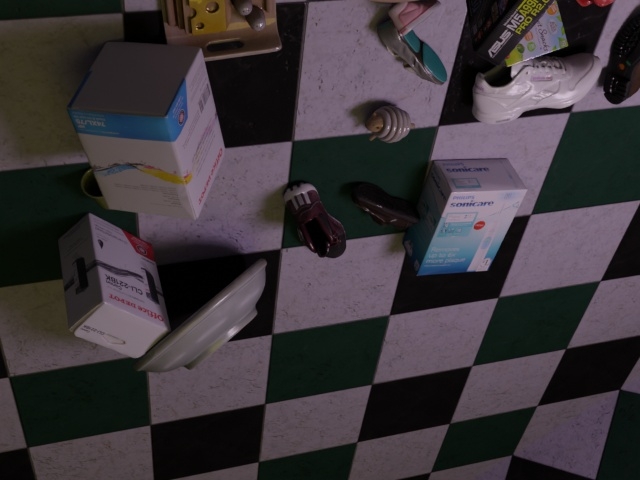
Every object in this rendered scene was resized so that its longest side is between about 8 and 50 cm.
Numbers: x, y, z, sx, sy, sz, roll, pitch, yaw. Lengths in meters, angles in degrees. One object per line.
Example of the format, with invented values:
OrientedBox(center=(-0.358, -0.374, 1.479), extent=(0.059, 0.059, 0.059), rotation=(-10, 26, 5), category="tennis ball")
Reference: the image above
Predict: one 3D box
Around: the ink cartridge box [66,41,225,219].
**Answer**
OrientedBox(center=(-0.319, -0.207, 1.671), extent=(0.197, 0.198, 0.270), rotation=(6, 140, 12), category="ink cartridge box")

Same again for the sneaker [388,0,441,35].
OrientedBox(center=(0.185, -0.465, 1.750), extent=(0.134, 0.070, 0.051), rotation=(-42, -178, -36), category="sneaker")

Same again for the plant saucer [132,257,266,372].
OrientedBox(center=(-0.261, 0.203, 2.083), extent=(0.400, 0.100, 0.400), rotation=(-39, -179, 1), category="plant saucer")

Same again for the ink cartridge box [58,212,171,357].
OrientedBox(center=(-0.458, 0.100, 1.940), extent=(0.114, 0.273, 0.197), rotation=(-38, 137, 20), category="ink cartridge box")

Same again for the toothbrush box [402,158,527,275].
OrientedBox(center=(0.360, -0.059, 2.227), extent=(0.216, 0.126, 0.295), rotation=(-2, 135, -21), category="toothbrush box")

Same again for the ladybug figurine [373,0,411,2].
OrientedBox(center=(0.168, -0.581, 1.534), extent=(0.449, 0.162, 0.305), rotation=(-9, 135, -12), category="ladybug figurine")

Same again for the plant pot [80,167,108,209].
OrientedBox(center=(-0.460, -0.106, 1.871), extent=(0.083, 0.083, 0.079), rotation=(-16, 152, -6), category="plant pot")

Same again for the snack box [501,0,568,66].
OrientedBox(center=(0.445, -0.440, 1.870), extent=(0.141, 0.037, 0.100), rotation=(-19, 103, -2), category="snack box")

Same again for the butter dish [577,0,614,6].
OrientedBox(center=(0.591, -0.546, 1.792), extent=(0.160, 0.118, 0.160), rotation=(-36, 138, 19), category="butter dish")

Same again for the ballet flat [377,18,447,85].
OrientedBox(center=(0.191, -0.394, 1.843), extent=(0.068, 0.072, 0.213), rotation=(-12, 147, 34), category="ballet flat")

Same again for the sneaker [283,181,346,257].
OrientedBox(center=(0.000, 0.000, 2.108), extent=(0.106, 0.162, 0.281), rotation=(-28, 139, 8), category="sneaker")

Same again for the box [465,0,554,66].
OrientedBox(center=(0.360, -0.485, 1.628), extent=(0.060, 0.270, 0.216), rotation=(24, 132, -19), category="box")

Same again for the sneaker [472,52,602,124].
OrientedBox(center=(0.484, -0.361, 1.952), extent=(0.305, 0.114, 0.152), rotation=(-20, 139, -1), category="sneaker")

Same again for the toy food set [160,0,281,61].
OrientedBox(center=(-0.178, -0.461, 1.579), extent=(0.219, 0.092, 0.306), rotation=(-11, 138, -12), category="toy food set")

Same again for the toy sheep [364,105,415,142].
OrientedBox(center=(0.156, -0.258, 1.955), extent=(0.132, 0.091, 0.091), rotation=(-8, 140, -36), category="toy sheep")

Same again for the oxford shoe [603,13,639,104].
OrientedBox(center=(0.727, -0.429, 2.024), extent=(0.096, 0.083, 0.227), rotation=(-24, 144, -27), category="oxford shoe")

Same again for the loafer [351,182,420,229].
OrientedBox(center=(0.152, -0.070, 2.158), extent=(0.220, 0.080, 0.078), rotation=(23, 126, -36), category="loafer")
